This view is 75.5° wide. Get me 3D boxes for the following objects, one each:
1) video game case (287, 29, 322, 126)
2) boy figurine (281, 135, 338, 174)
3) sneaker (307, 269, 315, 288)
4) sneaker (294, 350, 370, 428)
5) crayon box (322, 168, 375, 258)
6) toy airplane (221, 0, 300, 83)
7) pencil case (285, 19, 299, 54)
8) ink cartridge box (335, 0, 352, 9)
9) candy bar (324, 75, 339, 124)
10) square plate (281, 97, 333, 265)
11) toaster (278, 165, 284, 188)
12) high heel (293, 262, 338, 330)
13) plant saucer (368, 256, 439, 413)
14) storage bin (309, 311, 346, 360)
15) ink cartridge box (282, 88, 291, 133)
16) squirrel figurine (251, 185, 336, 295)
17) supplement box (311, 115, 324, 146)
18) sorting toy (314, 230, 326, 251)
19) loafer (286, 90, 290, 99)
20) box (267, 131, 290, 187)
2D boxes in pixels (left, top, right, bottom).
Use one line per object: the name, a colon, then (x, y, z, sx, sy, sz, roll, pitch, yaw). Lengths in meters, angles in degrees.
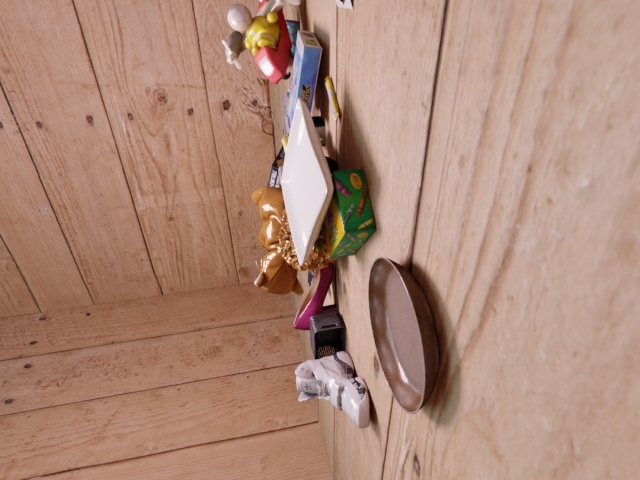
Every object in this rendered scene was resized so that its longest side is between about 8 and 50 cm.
video game case: (-0.060, -0.532, 1.378, 0.244, 0.061, 0.269, -100, 18, -53)
boy figurine: (-0.058, -0.275, 1.390, 0.177, 0.092, 0.285, -61, 38, 15)
sneaker: (-0.020, 0.120, 1.774, 0.130, 0.087, 0.227, 85, 178, -54)
sneaker: (0.032, 0.508, 1.388, 0.366, 0.211, 0.137, -128, 32, -72)
crayon box: (0.065, -0.062, 1.134, 0.278, 0.081, 0.165, 115, 147, -73)
toy airplane: (-0.216, -0.809, 1.514, 0.384, 0.273, 0.385, 39, 119, 39)
pencil case: (-0.116, -0.815, 1.688, 0.070, 0.065, 0.151, 45, 144, 48)
ink cartridge box: (0.050, -0.643, 0.960, 0.145, 0.045, 0.179, -113, 0, -56)
candy bar: (0.036, -0.419, 1.229, 0.040, 0.018, 0.161, 104, 156, -65)
square plate: (-0.043, -0.158, 1.176, 0.343, 0.050, 0.346, 110, 151, -52)
toaster: (-0.088, -0.220, 1.667, 0.185, 0.168, 0.110, 100, 161, -64)
high heel: (-0.038, 0.164, 1.623, 0.127, 0.182, 0.376, 155, 108, -81)
plant saucer: (0.164, 0.183, 0.836, 0.310, 0.050, 0.309, 173, 90, -81)
storage bin: (0.027, 0.371, 1.580, 0.084, 0.122, 0.180, -111, 16, -53)
ink cartridge box: (-0.139, -0.617, 2.004, 0.311, 0.065, 0.185, -129, 33, -76)
squirrel figurine: (-0.110, 0.010, 1.476, 0.397, 0.281, 0.369, -6, 67, 61)
supplement box: (-0.020, -0.386, 1.469, 0.083, 0.056, 0.083, -109, 15, -51)
sorting toy: (0.000, 0.000, 1.267, 0.061, 0.042, 0.102, 62, 180, 0)
loafer: (-0.094, -0.538, 1.728, 0.076, 0.079, 0.223, 101, 159, -64)
box: (-0.177, -0.302, 1.888, 0.293, 0.074, 0.295, 111, 178, -47)
